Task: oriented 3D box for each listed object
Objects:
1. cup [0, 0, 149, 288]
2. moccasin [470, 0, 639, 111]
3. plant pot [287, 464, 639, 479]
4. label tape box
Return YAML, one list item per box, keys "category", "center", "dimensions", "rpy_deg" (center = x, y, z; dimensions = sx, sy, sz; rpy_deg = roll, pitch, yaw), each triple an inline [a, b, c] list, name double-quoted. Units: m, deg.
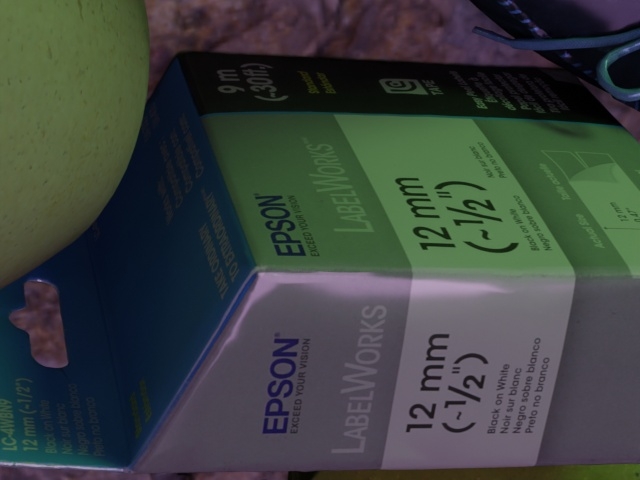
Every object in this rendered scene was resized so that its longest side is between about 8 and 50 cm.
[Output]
- category: "cup"
  center: [-0.216, -0.086, 0.702]
  dimensions: [0.237, 0.331, 0.331]
  rpy_deg: [6, 119, -44]
- category: "moccasin"
  center: [0.216, -0.118, 0.873]
  dimensions: [0.342, 0.117, 0.138]
  rpy_deg: [20, 111, -22]
- category: "plant pot"
  center: [0.140, 0.148, 0.939]
  dimensions: [0.293, 0.275, 0.275]
  rpy_deg: [27, 109, -7]
- category: "label tape box"
  center: [0.000, 0.000, 0.806]
  dimensions: [0.347, 0.249, 0.115]
  rpy_deg: [3, 117, -15]
